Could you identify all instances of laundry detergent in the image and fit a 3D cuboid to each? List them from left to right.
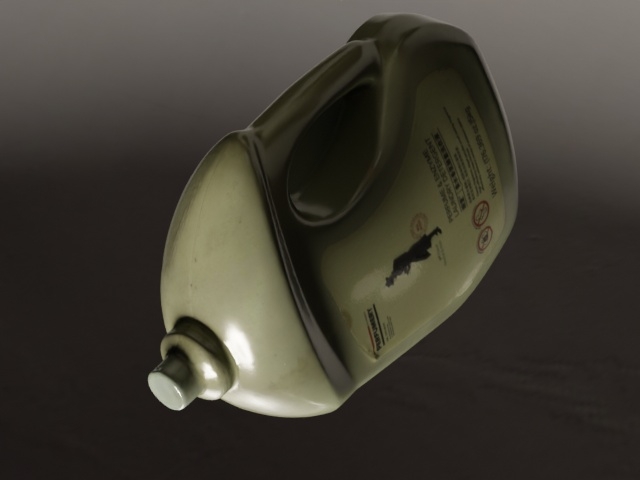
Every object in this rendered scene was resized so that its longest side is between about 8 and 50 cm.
[{"bbox_3d":[0.000,0.000,1.011,0.091,0.253,0.181,18,137,37],"label":"laundry detergent"}]
